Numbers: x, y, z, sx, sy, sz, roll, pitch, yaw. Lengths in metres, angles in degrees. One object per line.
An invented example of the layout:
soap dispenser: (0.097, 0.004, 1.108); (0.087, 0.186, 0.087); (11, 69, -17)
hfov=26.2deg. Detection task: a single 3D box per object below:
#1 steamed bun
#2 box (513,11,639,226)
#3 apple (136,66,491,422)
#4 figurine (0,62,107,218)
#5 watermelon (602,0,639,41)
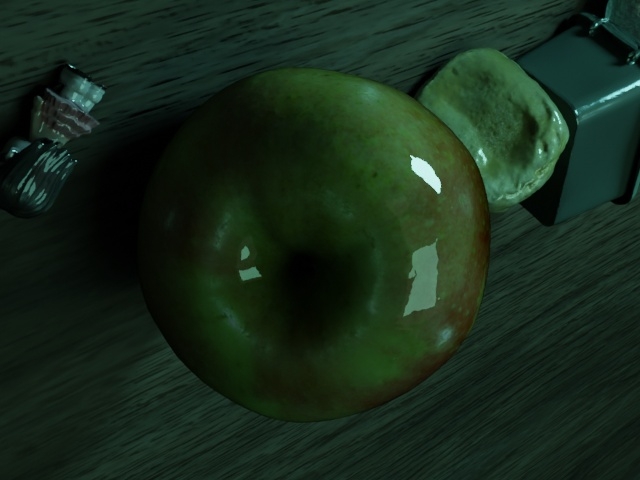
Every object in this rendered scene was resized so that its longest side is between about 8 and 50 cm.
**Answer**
steamed bun: (0.185, -0.111, 1.540); (0.141, 0.172, 0.155); (-37, 168, -6)
box: (0.303, -0.139, 1.677); (0.135, 0.163, 0.243); (-26, 144, -26)
apple: (0.000, 0.000, 1.219); (0.319, 0.319, 0.277); (-65, 173, 22)
figurine: (-0.216, -0.075, 1.070); (0.129, 0.054, 0.072); (-55, 148, 0)
watermelon: (0.474, -0.313, 1.679); (0.318, 0.226, 0.148); (-63, 179, 41)
